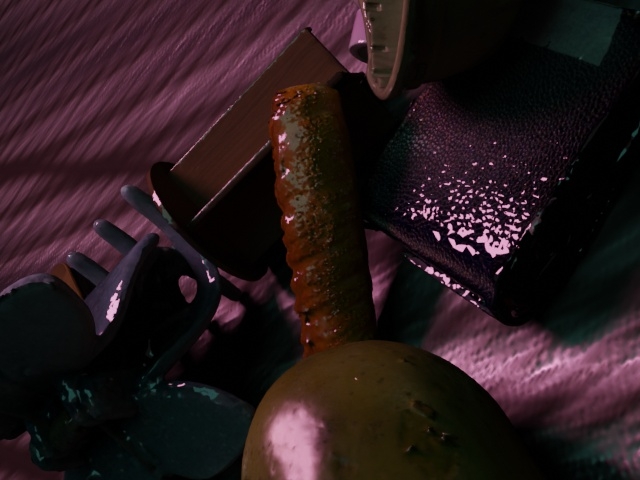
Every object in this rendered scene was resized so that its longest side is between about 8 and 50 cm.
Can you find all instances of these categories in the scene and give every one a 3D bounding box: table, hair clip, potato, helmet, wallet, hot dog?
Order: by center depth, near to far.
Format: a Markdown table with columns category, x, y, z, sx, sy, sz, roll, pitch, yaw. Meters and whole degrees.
| category | x | y | z | sx | sy | sz | roll | pitch | yaw |
| --- | --- | --- | --- | --- | --- | --- | --- | --- | --- |
| potato | 0.063 | 0.205 | 0.633 | 0.216 | 0.216 | 0.304 | -46 | 55 | 26 |
| wallet | 0.158 | -0.084 | 0.771 | 0.262 | 0.071 | 0.221 | -60 | 35 | 6 |
| helmet | 0.107 | -0.243 | 0.773 | 0.204 | 0.137 | 0.257 | 109 | 156 | -66 |
| hot dog | 0.001 | 0.000 | 0.828 | 0.083 | 0.068 | 0.289 | -10 | 89 | 36 |
| table | -0.044 | -0.093 | 0.945 | 0.227 | 0.167 | 0.167 | -44 | 45 | 16 |
| hair clip | -0.238 | 0.135 | 0.966 | 0.318 | 0.392 | 0.238 | -45 | 18 | 28 |

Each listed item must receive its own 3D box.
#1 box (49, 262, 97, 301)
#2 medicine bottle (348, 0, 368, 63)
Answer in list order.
| category | x | y | z | sx | sy | sz | roll | pitch | yaw |
| --- | --- | --- | --- | --- | --- | --- | --- | --- | --- |
| box | -0.334 | 0.147 | 1.209 | 0.201 | 0.090 | 0.144 | -59 | 40 | 13 |
| medicine bottle | 0.089 | -0.304 | 0.914 | 0.095 | 0.095 | 0.260 | 5 | 76 | 50 |
